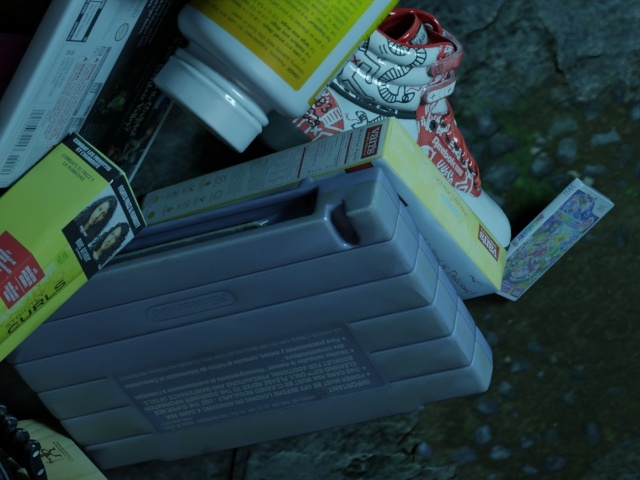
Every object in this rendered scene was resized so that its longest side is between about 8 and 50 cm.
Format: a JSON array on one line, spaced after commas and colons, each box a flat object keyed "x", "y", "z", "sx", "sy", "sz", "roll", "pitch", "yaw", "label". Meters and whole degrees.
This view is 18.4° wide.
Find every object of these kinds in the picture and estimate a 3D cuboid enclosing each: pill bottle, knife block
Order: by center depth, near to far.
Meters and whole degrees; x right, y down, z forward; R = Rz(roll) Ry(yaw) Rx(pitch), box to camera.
[{"x": -0.021, "y": -0.170, "z": 1.416, "sx": 0.215, "sy": 0.117, "sz": 0.117, "roll": -50, "pitch": 126, "yaw": -1, "label": "pill bottle"}, {"x": -0.295, "y": 0.230, "z": 1.548, "sx": 0.242, "sy": 0.088, "sz": 0.275, "roll": -8, "pitch": 135, "yaw": -53, "label": "knife block"}]

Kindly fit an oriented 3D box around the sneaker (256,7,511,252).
[{"x": 0.085, "y": -0.088, "z": 1.552, "sx": 0.270, "sy": 0.090, "sz": 0.145, "roll": 28, "pitch": 111, "yaw": -30, "label": "sneaker"}]

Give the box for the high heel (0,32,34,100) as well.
[{"x": -0.278, "y": -0.163, "z": 1.384, "sx": 0.117, "sy": 0.082, "sz": 0.244, "roll": -50, "pitch": 118, "yaw": -7, "label": "high heel"}]

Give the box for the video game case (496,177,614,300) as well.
[{"x": 0.190, "y": 0.001, "z": 1.676, "sx": 0.122, "sy": 0.011, "sz": 0.087, "roll": -45, "pitch": 154, "yaw": 11, "label": "video game case"}]

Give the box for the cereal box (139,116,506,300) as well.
[{"x": 0.000, "y": 0.000, "z": 1.531, "sx": 0.240, "sy": 0.047, "sz": 0.173, "roll": -15, "pitch": 135, "yaw": 32, "label": "cereal box"}]

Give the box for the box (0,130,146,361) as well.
[{"x": -0.233, "y": 0.032, "z": 1.418, "sx": 0.232, "sy": 0.058, "sz": 0.087, "roll": -43, "pitch": 155, "yaw": -15, "label": "box"}]

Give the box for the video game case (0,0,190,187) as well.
[{"x": -0.157, "y": -0.120, "z": 1.431, "sx": 0.173, "sy": 0.022, "sz": 0.190, "roll": -4, "pitch": 129, "yaw": -56, "label": "video game case"}]

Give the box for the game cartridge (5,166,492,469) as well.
[{"x": -0.069, "y": 0.069, "z": 1.532, "sx": 0.355, "sy": 0.068, "sz": 0.230, "roll": -13, "pitch": 137, "yaw": 23, "label": "game cartridge"}]
